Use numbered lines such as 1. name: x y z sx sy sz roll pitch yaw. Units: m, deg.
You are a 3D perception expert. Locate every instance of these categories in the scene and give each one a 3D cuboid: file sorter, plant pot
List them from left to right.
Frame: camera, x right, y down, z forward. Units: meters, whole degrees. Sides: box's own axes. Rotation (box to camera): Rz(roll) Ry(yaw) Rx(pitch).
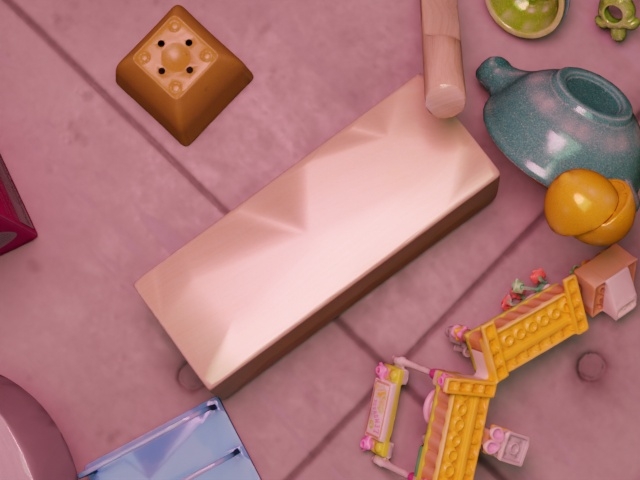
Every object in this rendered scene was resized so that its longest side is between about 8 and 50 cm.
1. plant pot: -0.109 -0.133 1.209 0.081 0.083 0.081 43 86 3
2. file sorter: -0.093 0.219 1.167 0.118 0.104 0.170 -28 85 -3

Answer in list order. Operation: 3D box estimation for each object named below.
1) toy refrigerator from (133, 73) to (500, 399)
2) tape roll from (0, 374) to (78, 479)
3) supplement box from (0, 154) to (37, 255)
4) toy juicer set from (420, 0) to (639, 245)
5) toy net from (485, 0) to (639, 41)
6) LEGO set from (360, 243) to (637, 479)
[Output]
1. toy refrigerator: 0.000 0.000 1.195 0.269 0.094 0.102 -37 79 -4
2. tape roll: -0.292 0.202 1.157 0.219 0.072 0.219 0 89 15
3. supplement box: -0.294 -0.037 1.133 0.111 0.220 0.114 -25 84 -3
4. toy juicer set: 0.174 -0.063 1.156 0.329 0.209 0.089 31 125 4
5. toy net: 0.194 -0.256 1.171 0.122 0.232 0.045 20 41 24
6. LEGO set: 0.121 0.104 1.199 0.132 0.107 0.287 36 79 -32
